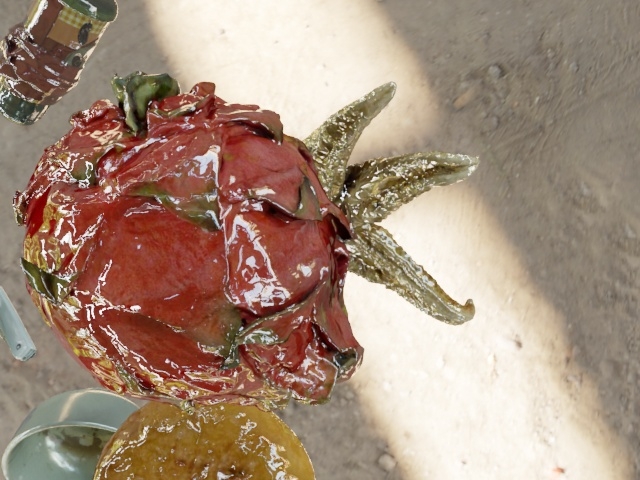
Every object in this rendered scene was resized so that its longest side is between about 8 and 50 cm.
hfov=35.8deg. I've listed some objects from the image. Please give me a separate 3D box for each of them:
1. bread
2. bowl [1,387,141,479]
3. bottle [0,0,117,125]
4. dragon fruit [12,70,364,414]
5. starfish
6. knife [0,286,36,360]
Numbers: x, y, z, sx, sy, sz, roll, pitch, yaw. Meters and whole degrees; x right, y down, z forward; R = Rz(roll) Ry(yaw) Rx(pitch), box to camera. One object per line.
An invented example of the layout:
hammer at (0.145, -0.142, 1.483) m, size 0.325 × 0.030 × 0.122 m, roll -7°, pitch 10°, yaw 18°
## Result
bread at (-0.147, 0.345, 1.248) m, size 0.312 × 0.172 × 0.312 m, roll -3°, pitch 72°, yaw 11°
bowl at (-0.413, 0.359, 1.778) m, size 0.289 × 0.146 × 0.289 m, roll -2°, pitch 133°, yaw -2°
bottle at (-0.458, -0.319, 1.674) m, size 0.271 × 0.156 × 0.143 m, roll -53°, pitch 47°, yaw 21°
dragon fruit at (-0.093, 0.013, 0.760) m, size 0.299 × 0.244 × 0.244 m, roll 40°, pitch 117°, yaw 4°
starfish at (-0.002, -0.007, 0.972) m, size 0.327 × 0.094 × 0.375 m, roll 2°, pitch 134°, yaw -1°
knife at (-0.486, 0.127, 1.529) m, size 0.044 × 0.023 × 0.162 m, roll -43°, pitch 55°, yaw 2°
